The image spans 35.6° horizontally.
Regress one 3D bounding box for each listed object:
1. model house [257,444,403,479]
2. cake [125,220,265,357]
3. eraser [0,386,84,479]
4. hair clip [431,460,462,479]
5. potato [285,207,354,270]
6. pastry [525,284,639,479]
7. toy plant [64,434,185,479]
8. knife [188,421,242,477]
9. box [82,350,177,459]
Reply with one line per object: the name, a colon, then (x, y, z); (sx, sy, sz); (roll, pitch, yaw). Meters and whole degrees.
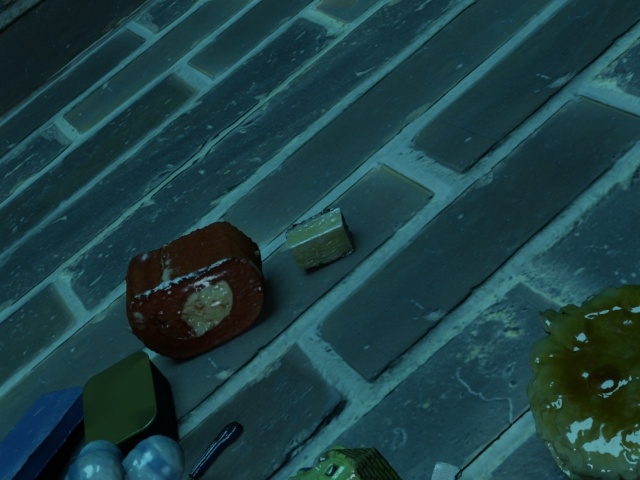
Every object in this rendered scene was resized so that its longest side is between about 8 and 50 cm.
model house: (0.002, 0.360, 1.360); (0.189, 0.195, 0.214); (-45, 15, -22)
cake: (-0.233, 0.097, 1.871); (0.282, 0.177, 0.151); (-24, 36, 4)
eraser: (-0.545, 0.388, 1.826); (0.144, 0.043, 0.312); (-14, 27, 35)
hair clip: (0.131, 0.405, 1.343); (0.140, 0.054, 0.220); (11, 58, 39)
potato: (-0.002, 0.001, 1.877); (0.122, 0.086, 0.061); (-24, 34, 4)
pastry: (0.418, 0.196, 1.281); (0.329, 0.136, 0.330); (-20, 39, 17)
toy plant: (-0.328, 0.433, 1.498); (0.332, 0.247, 0.247); (-46, 38, -11)
knife: (-0.177, 0.352, 1.667); (0.031, 0.018, 0.121); (17, 62, 49)
box: (-0.337, 0.310, 1.777); (0.144, 0.090, 0.201); (-31, 36, 4)
